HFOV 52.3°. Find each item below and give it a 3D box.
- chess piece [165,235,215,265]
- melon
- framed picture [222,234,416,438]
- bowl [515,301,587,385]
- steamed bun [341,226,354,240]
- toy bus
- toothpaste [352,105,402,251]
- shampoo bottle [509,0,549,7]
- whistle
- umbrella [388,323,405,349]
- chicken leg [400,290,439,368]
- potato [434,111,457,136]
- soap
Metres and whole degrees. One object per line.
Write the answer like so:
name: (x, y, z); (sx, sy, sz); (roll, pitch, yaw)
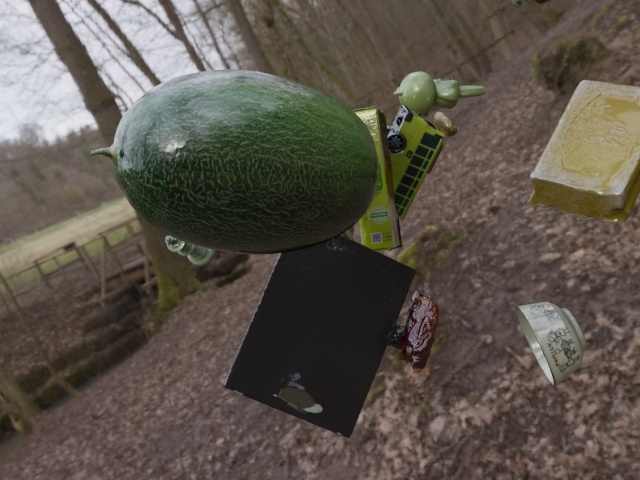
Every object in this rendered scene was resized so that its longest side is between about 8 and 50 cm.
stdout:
chess piece: (-0.258, 0.011, 1.262); (0.059, 0.059, 0.149); (-21, -16, 10)
melon: (-0.077, -0.077, 0.647); (0.288, 0.182, 0.182); (6, -6, -28)
framed picture: (0.005, 0.150, 1.142); (0.323, 0.244, 0.013); (-66, 9, -9)
bowl: (0.645, 0.267, 1.798); (0.126, 0.237, 0.238); (-25, 9, 5)
steamed bun: (0.000, 0.002, 1.742); (0.203, 0.289, 0.276); (-13, -31, -8)
toy bus: (0.209, -0.201, 1.678); (0.128, 0.150, 0.262); (-94, 28, -70)
toothpaste: (0.122, -0.134, 1.487); (0.077, 0.327, 0.110); (-7, 2, 17)
shampoo bottle: (0.401, -0.440, 1.075); (0.065, 0.065, 0.205); (-30, 12, -37)
whistle: (0.367, -0.446, 2.037); (0.294, 0.141, 0.141); (8, 0, -17)
umbrella: (0.048, 0.165, 1.425); (0.113, 0.358, 0.106); (-66, 18, 3)
chicken leg: (0.175, 0.145, 1.157); (0.089, 0.048, 0.219); (-55, 11, 37)
potato: (0.353, -0.328, 1.834); (0.040, 0.083, 0.051); (-32, -19, -14)
soap: (0.570, -0.189, 1.329); (0.199, 0.091, 0.315); (18, 59, 33)
